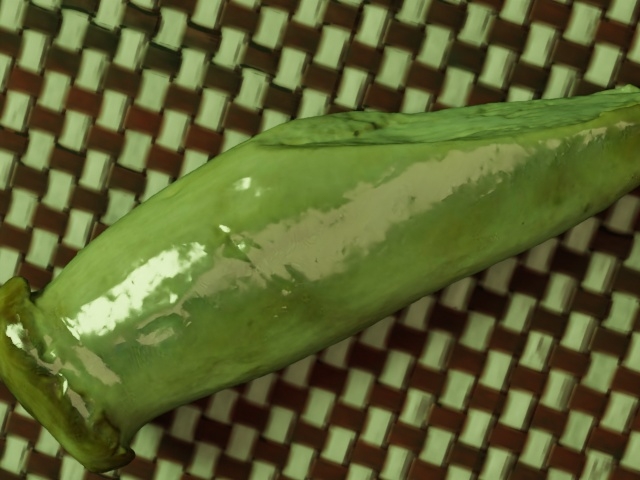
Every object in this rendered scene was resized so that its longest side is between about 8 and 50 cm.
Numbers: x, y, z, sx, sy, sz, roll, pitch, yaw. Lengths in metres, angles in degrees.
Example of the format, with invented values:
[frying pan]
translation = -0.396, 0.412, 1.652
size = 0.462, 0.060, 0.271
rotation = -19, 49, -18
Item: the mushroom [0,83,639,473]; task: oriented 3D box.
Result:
[mushroom]
translation = -0.002, -0.003, 0.759
size = 0.333, 0.087, 0.107
rotation = -28, 99, 8
